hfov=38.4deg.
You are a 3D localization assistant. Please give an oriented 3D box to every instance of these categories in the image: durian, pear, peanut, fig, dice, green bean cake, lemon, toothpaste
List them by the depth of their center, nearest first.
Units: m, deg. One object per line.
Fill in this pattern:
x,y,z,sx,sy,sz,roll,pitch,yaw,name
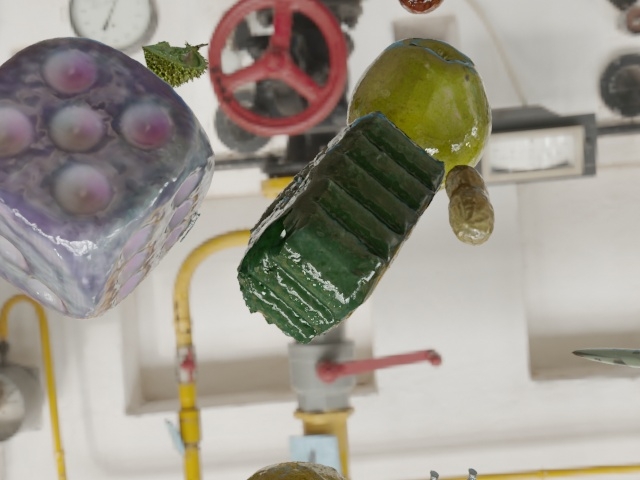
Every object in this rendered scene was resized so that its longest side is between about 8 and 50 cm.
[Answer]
-0.320,-0.078,1.212,0.270,0.271,0.270,-52,176,-29,dice
0.000,0.000,1.288,0.300,0.169,0.307,-44,-172,49,green bean cake
0.241,-0.063,1.506,0.080,0.080,0.174,-4,-138,1,peanut
0.180,-0.223,1.710,0.295,0.294,0.294,-4,-179,0,pear
-0.039,0.560,1.818,0.320,0.245,0.245,19,165,-39,lemon
0.614,0.239,1.898,0.062,0.039,0.239,4,176,-22,toothpaste
-0.292,-0.375,1.931,0.086,0.100,0.215,-14,-176,30,durian
0.223,-0.569,2.060,0.129,0.128,0.150,-4,-165,-1,fig

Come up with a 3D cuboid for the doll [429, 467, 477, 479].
0.242,0.545,1.759,0.114,0.227,0.057,-2,-168,-16,doll
